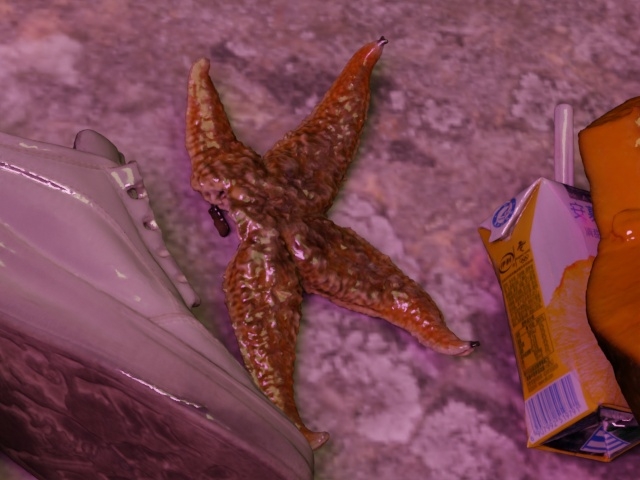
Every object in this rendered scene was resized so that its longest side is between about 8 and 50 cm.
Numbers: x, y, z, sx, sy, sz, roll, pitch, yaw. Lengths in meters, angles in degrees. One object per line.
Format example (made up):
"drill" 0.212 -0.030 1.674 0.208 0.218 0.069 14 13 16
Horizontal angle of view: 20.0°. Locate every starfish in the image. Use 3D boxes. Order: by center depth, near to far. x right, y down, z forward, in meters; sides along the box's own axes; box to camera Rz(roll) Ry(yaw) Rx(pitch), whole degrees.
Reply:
"starfish" 0.001 0.001 1.019 0.138 0.050 0.247 -5 67 -23

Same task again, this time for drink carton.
"drink carton" 0.138 0.021 1.031 0.084 0.074 0.200 13 52 -32

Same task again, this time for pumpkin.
"pumpkin" 0.226 0.034 0.985 0.290 0.095 0.258 36 40 -42

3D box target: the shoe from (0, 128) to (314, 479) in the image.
"shoe" -0.123 0.020 0.919 0.316 0.124 0.159 31 47 3
